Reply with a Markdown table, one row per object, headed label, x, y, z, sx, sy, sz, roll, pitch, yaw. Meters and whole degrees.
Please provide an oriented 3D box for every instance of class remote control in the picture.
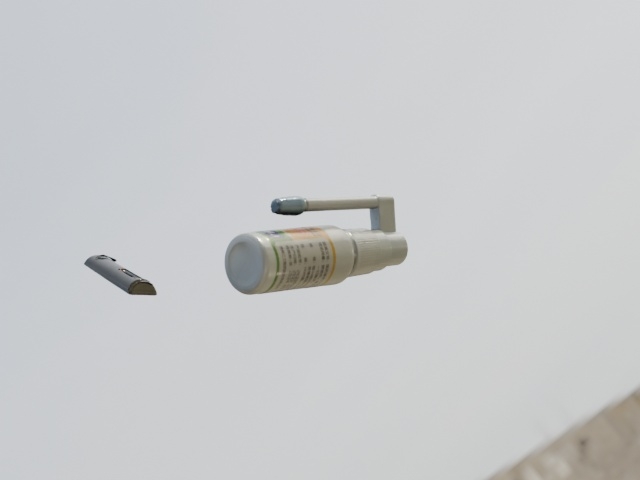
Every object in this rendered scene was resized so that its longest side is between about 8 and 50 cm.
| label | x | y | z | sx | sy | sz | roll | pitch | yaw |
| --- | --- | --- | --- | --- | --- | --- | --- | --- | --- |
| remote control | -0.181 | 0.030 | 1.715 | 0.034 | 0.091 | 0.016 | 2 | -74 | -37 |

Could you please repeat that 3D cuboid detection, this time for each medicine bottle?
| label | x | y | z | sx | sy | sz | roll | pitch | yaw |
| --- | --- | --- | --- | --- | --- | --- | --- | --- | --- |
| medicine bottle | 0.000 | 0.000 | 1.883 | 0.061 | 0.092 | 0.220 | -7 | -1 | 44 |
